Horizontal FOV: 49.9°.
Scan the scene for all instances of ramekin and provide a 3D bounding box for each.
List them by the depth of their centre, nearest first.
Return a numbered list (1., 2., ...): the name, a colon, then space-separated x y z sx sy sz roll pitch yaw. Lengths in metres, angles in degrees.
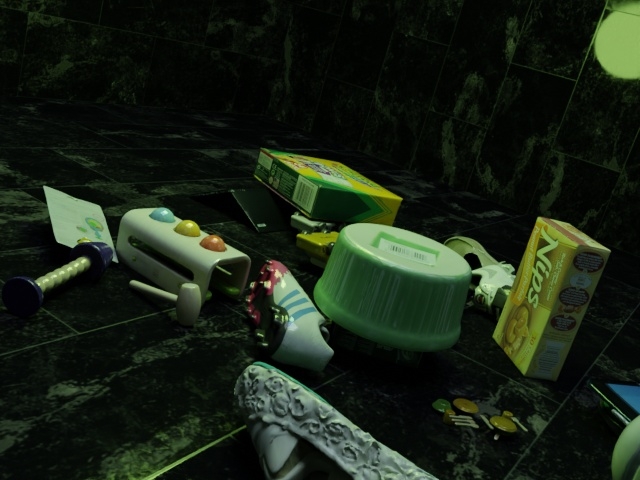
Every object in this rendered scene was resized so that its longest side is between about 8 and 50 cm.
1. ramekin: 0.150 0.080 1.363 0.304 0.148 0.303 15 18 -5

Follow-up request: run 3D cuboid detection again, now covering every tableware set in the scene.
1. tableware set: 0.280 0.316 1.223 0.154 0.024 0.104 9 15 -18

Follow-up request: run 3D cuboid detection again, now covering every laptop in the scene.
1. laptop: -0.217 -0.090 2.085 0.265 0.136 0.234 -4 2 35

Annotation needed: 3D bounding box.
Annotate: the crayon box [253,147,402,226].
1. crayon box: 0.017 -0.166 2.118 0.313 0.106 0.363 4 21 -36

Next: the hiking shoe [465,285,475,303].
1. hiking shoe: 0.349 0.127 1.797 0.114 0.086 0.227 21 27 19

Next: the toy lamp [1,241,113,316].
1. toy lamp: -0.464 0.060 1.258 0.080 0.080 0.274 18 18 5

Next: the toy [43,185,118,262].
1. toy: -0.529 -0.022 1.485 0.137 0.056 0.237 24 16 -39

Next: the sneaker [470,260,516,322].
1. sneaker: 0.473 0.165 1.767 0.146 0.122 0.330 -7 23 -11

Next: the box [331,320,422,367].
1. box: 0.118 0.177 1.419 0.180 0.077 0.147 15 17 -4

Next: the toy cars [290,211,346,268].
1. toy cars: 0.000 0.000 1.883 0.177 0.087 0.393 14 13 -10

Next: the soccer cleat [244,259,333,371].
1. soccer cleat: -0.060 0.149 1.329 0.143 0.116 0.331 28 15 -19

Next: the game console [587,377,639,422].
1. game console: 0.711 0.298 1.290 0.293 0.250 0.173 9 53 -24

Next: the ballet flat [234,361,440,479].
1. ballet flat: 0.013 0.294 0.875 0.409 0.146 0.147 25 19 31

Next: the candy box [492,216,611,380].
1. candy box: 0.502 0.127 1.524 0.088 0.316 0.183 12 18 -15

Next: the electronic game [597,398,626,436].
1. electronic game: 0.664 0.371 1.356 0.229 0.048 0.229 14 17 -4

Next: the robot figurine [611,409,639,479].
1. robot figurine: 0.569 0.372 0.992 0.300 0.200 0.353 53 -1 -27

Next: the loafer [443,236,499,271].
1. loafer: 0.450 0.058 2.074 0.092 0.101 0.268 12 17 -34

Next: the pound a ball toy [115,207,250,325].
1. pound a ball toy: -0.293 0.034 1.399 0.319 0.135 0.208 26 19 31
